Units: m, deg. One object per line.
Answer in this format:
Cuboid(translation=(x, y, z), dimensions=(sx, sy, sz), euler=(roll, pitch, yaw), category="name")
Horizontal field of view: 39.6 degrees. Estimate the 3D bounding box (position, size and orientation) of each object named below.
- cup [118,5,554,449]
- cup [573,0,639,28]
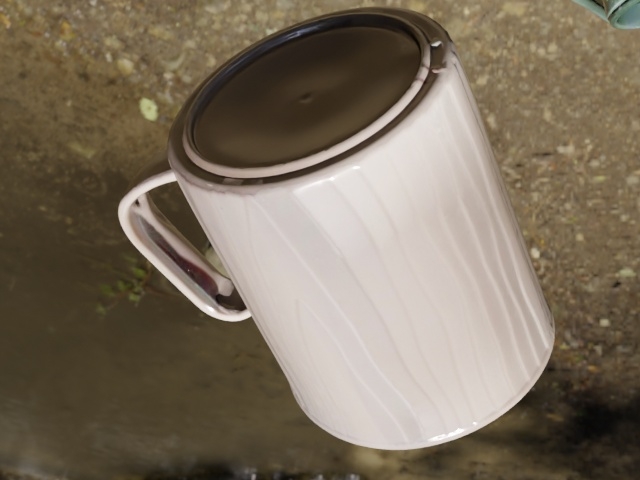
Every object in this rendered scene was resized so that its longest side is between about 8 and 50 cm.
Cuboid(translation=(0.013, -0.012, 0.672), dimensions=(0.288, 0.208, 0.273), euler=(22, 149, 43), category="cup")
Cuboid(translation=(0.374, -0.434, 0.966), dimensions=(0.401, 0.392, 0.310), euler=(-21, 176, 39), category="cup")
